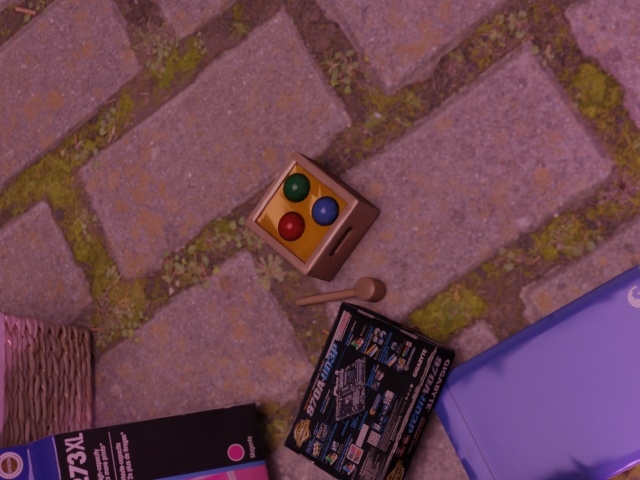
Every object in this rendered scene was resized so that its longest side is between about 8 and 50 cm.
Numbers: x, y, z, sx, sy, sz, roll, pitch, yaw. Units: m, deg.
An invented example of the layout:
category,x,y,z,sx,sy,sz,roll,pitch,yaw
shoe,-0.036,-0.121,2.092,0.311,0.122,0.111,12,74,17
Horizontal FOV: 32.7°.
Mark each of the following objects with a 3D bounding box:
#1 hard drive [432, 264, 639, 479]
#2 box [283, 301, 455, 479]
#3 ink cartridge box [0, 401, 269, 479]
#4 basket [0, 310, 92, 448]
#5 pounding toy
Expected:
category,x,y,z,sx,sy,sz,roll,pitch,yaw
hard drive,0.313,0.200,1.368,0.318,0.040,0.210,-32,69,17
box,0.062,0.213,1.454,0.175,0.051,0.220,22,91,42
ink cartridge box,-0.252,0.334,1.468,0.370,0.069,0.176,-7,75,-20
basket,-0.539,0.278,1.628,0.328,0.266,0.332,-9,79,23
pounding toy,-0.001,0.011,1.516,0.206,0.094,0.181,39,99,25
